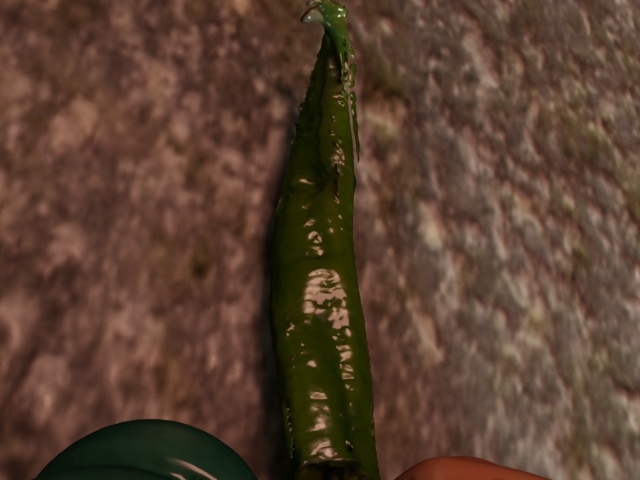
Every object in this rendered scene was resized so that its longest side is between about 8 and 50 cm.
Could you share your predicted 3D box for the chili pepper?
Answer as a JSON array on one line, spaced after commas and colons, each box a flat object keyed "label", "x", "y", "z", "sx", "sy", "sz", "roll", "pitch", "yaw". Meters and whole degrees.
[{"label": "chili pepper", "x": 0.000, "y": 0.000, "z": 0.842, "sx": 0.085, "sy": 0.076, "sz": 0.359, "roll": 33, "pitch": 44, "yaw": -45}]

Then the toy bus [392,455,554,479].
[{"label": "toy bus", "x": 0.122, "y": 0.236, "z": 0.697, "sx": 0.287, "sy": 0.194, "sz": 0.232, "roll": 24, "pitch": 35, "yaw": -24}]

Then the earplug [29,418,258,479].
[{"label": "earplug", "x": -0.063, "y": 0.210, "z": 0.568, "sx": 0.257, "sy": 0.164, "sz": 0.280, "roll": 40, "pitch": 31, "yaw": -19}]
